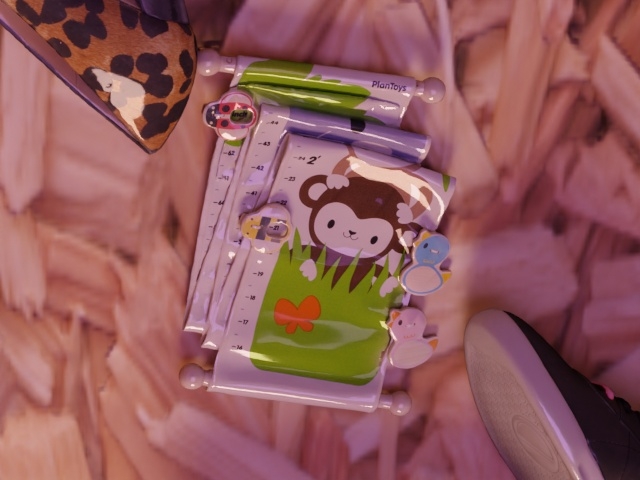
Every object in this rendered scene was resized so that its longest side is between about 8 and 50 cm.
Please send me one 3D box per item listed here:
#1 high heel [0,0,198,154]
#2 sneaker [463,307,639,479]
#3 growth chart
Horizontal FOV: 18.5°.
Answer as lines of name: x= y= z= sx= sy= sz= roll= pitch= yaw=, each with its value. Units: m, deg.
high heel: x=-0.194 y=-0.112 z=1.031 sx=0.261 sy=0.093 sz=0.186 roll=-13 pitch=110 yaw=-15
sneaker: x=0.212 y=0.132 z=1.237 sx=0.147 sy=0.104 sz=0.296 roll=-39 pitch=105 yaw=-14
growth chart: x=0.000 y=0.000 z=1.168 sx=0.172 sy=0.021 sz=0.237 roll=1 pitch=115 yaw=-13
